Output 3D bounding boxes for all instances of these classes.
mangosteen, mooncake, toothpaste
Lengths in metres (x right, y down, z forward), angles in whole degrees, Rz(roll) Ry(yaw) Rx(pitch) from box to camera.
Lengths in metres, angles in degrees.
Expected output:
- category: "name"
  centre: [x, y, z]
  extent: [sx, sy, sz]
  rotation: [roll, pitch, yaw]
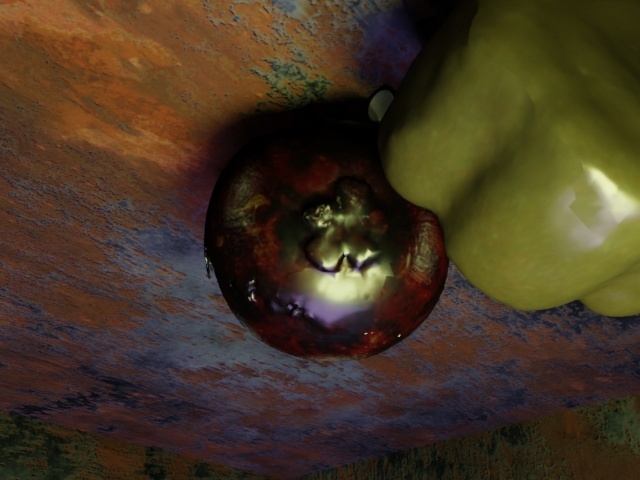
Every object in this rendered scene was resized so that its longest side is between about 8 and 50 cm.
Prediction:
- category: "mangosteen"
  centre: [0.003, -0.019, 1.115]
  extent: [0.381, 0.421, 0.380]
  rotation: [-5, 113, -12]
- category: "mooncake"
  centre: [0.314, -0.128, 0.869]
  extent: [0.467, 0.467, 0.262]
  rotation: [12, 141, -23]
- category: "toothpaste"
  centre: [0.174, -0.174, 1.147]
  extent: [0.234, 0.057, 0.089]
  rotation: [19, 148, -40]
